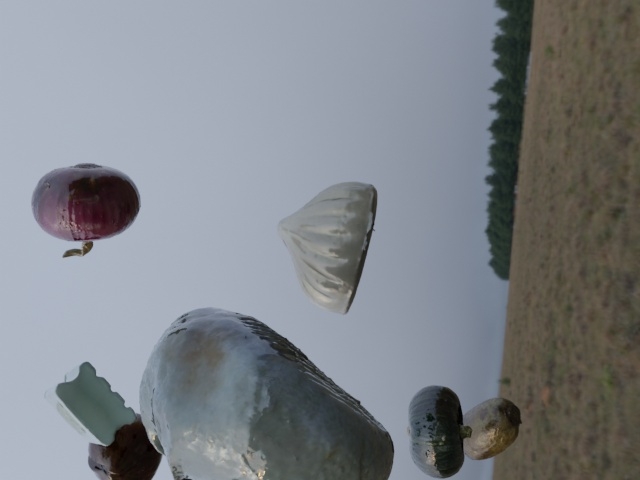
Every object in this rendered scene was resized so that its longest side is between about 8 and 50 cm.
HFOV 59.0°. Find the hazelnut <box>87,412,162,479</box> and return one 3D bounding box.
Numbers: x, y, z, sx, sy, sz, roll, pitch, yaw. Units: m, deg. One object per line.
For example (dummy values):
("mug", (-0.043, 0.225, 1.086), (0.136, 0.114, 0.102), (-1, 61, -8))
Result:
("hazelnut", (-0.475, 0.529, 1.382), (0.178, 0.177, 0.204), (-27, -56, -68))

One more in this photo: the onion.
("onion", (-0.403, -0.062, 0.981), (0.154, 0.177, 0.177), (65, -153, -12))

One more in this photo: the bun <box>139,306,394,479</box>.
("bun", (-0.075, 0.236, 0.727), (0.211, 0.361, 0.362), (-52, -29, -13))

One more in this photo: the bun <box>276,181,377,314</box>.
("bun", (0.000, 0.000, 1.084), (0.263, 0.174, 0.264), (14, -90, -90))

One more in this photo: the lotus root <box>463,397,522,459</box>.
("lotus root", (0.449, 0.520, 1.549), (0.145, 0.128, 0.260), (-45, -7, -42))

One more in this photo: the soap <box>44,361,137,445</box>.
("soap", (-0.498, 0.353, 1.207), (0.160, 0.265, 0.087), (50, -123, -8))

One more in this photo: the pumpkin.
("pumpkin", (0.283, 0.455, 1.348), (0.211, 0.151, 0.212), (-7, -90, -86))
